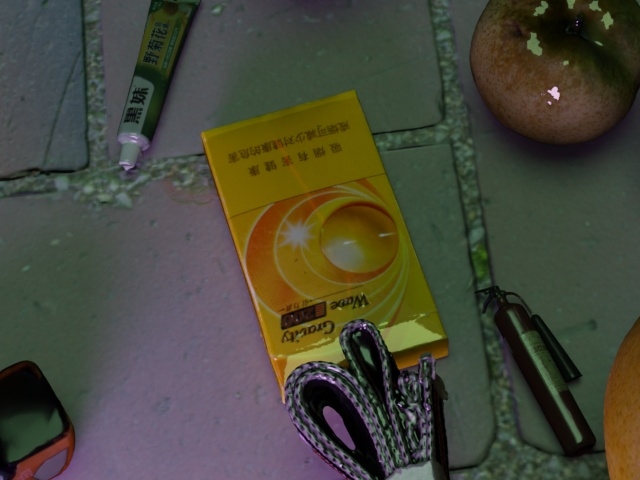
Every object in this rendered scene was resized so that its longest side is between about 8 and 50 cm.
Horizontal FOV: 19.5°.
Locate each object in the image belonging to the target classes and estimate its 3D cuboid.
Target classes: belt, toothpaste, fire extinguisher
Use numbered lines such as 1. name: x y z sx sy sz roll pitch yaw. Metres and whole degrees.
1. belt: 0.087 0.233 1.461 0.126 0.094 0.359 -26 68 2
2. toothpaste: -0.157 -0.153 1.744 0.049 0.031 0.204 8 60 9
3. fire extinguisher: 0.189 0.101 1.578 0.049 0.035 0.173 -25 66 -5

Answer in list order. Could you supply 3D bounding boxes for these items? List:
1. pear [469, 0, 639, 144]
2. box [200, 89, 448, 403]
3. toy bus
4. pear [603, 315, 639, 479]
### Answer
1. pear: 0.216 -0.168 1.662 0.167 0.136 0.167 0 65 0
2. box: 0.000 0.000 1.642 0.152 0.043 0.269 -17 61 -5
3. toy bus: -0.390 0.236 1.516 0.408 0.092 0.093 -29 66 -11
4. pear: 0.364 0.133 1.395 0.314 0.314 0.314 -2 62 3
